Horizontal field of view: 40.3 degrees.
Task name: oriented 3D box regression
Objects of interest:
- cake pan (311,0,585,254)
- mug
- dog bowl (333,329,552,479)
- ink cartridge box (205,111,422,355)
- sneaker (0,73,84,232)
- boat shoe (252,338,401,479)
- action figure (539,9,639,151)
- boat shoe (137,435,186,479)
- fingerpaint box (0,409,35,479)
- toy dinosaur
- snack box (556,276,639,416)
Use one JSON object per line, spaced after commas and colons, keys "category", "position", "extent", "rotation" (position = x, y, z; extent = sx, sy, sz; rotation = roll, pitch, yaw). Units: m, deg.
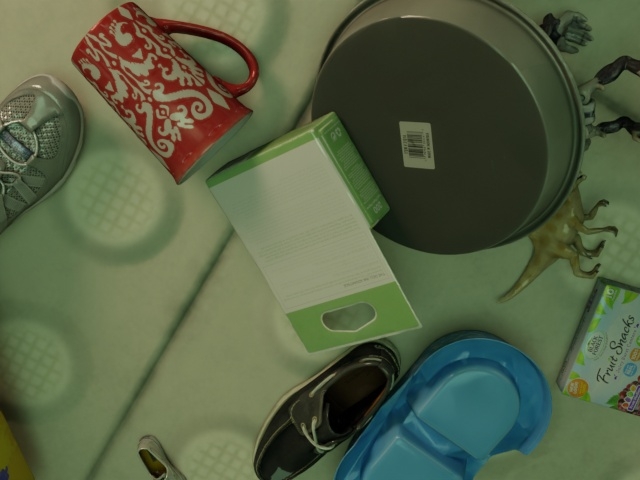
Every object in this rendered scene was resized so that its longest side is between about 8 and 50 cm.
{"category": "cake pan", "position": [0.111, -0.107, 0.871], "extent": [0.293, 0.054, 0.293], "rotation": [17, 127, 24]}
{"category": "mug", "position": [-0.160, -0.167, 0.928], "extent": [0.169, 0.150, 0.113], "rotation": [45, 139, -5]}
{"category": "dog bowl", "position": [0.138, 0.230, 1.026], "extent": [0.166, 0.074, 0.297], "rotation": [36, 104, -7]}
{"category": "ink cartridge box", "position": [0.000, 0.000, 0.939], "extent": [0.171, 0.056, 0.235], "rotation": [-20, 107, 40]}
{"category": "sneaker", "position": [-0.358, -0.056, 0.944], "extent": [0.105, 0.115, 0.281], "rotation": [38, 103, -8]}
{"category": "boat shoe", "position": [0.001, 0.209, 1.024], "extent": [0.084, 0.079, 0.233], "rotation": [42, 104, -11]}
{"category": "action figure", "position": [0.251, -0.143, 0.892], "extent": [0.275, 0.141, 0.164], "rotation": [9, 116, 27]}
{"category": "boat shoe", "position": [-0.195, 0.289, 1.074], "extent": [0.035, 0.035, 0.100], "rotation": [-25, 103, 8]}
{"category": "fingerpaint box", "position": [-0.569, 0.165, 0.922], "extent": [0.370, 0.163, 0.445], "rotation": [-7, 121, 11]}
{"category": "toy dinosaur", "position": [0.271, 0.003, 0.979], "extent": [0.092, 0.053, 0.183], "rotation": [24, 117, 7]}
{"category": "snack box", "position": [0.346, 0.123, 1.007], "extent": [0.100, 0.037, 0.141], "rotation": [16, 105, -1]}
